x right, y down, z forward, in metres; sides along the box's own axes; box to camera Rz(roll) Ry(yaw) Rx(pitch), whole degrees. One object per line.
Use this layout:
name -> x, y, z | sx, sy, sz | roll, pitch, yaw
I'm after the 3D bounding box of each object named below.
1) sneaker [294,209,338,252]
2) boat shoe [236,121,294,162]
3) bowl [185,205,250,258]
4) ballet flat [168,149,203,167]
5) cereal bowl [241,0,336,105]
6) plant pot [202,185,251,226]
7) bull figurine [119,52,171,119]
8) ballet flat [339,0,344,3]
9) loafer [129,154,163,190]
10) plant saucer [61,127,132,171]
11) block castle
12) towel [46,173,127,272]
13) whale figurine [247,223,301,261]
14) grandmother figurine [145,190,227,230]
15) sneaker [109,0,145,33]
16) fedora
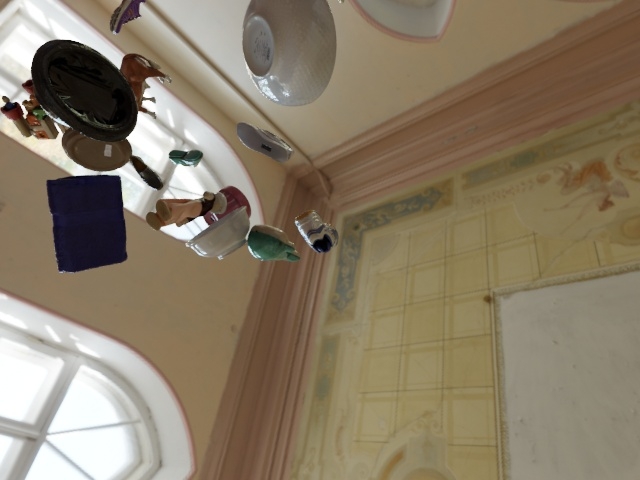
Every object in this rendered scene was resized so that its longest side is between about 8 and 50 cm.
sneaker -> 0.000, 0.000, 1.600 | 0.112, 0.296, 0.130 | -31, -114, 13
boat shoe -> -0.225, -0.404, 1.796 | 0.095, 0.258, 0.084 | -58, 174, 34
bowl -> -0.406, -0.014, 1.855 | 0.298, 0.134, 0.298 | -30, -166, 8
ballet flat -> -0.665, -0.413, 2.223 | 0.248, 0.087, 0.083 | 10, -121, 33
cereal bowl -> -0.117, -0.542, 1.216 | 0.141, 0.338, 0.339 | -20, -163, -36
plant pot -> -0.476, -0.147, 2.170 | 0.202, 0.201, 0.180 | -3, -153, 47
bull figurine -> -0.683, -0.542, 1.605 | 0.310, 0.189, 0.101 | -41, -121, 41
ballet flat -> 0.067, -1.008, 1.749 | 0.057, 0.049, 0.173 | 127, -43, -55
loafer -> -0.695, -0.267, 1.737 | 0.062, 0.170, 0.061 | -45, -176, -6
plant saucer -> -0.963, -0.389, 1.894 | 0.278, 0.278, 0.041 | -31, -127, 26
block castle -> -1.215, -0.651, 2.066 | 0.454, 0.212, 0.302 | 0, -131, 4
towel -> -0.762, -0.061, 1.441 | 0.076, 0.228, 0.307 | 12, -73, 41
whale figurine -> -0.200, 0.040, 1.878 | 0.217, 0.272, 0.141 | 9, -112, 36
grandmother figurine -> -0.473, -0.126, 1.651 | 0.208, 0.103, 0.342 | -26, 179, 30
sneaker -> -0.650, -0.769, 1.488 | 0.068, 0.071, 0.169 | 28, -96, 44
fedora -> -0.749, -0.445, 1.369 | 0.153, 0.334, 0.333 | -11, -130, 30
